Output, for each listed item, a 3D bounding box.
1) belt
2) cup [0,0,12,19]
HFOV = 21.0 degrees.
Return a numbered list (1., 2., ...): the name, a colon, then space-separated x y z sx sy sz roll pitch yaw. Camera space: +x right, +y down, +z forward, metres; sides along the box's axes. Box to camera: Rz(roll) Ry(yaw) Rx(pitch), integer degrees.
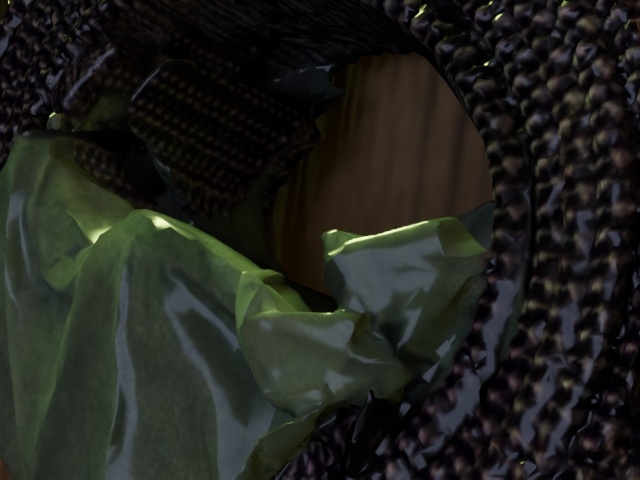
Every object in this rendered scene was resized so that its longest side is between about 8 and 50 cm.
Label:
1. belt: 0.000 0.000 0.544 0.325 0.122 0.260 34 99 42
2. cup: -0.236 -0.014 0.725 0.196 0.196 0.279 50 121 37
